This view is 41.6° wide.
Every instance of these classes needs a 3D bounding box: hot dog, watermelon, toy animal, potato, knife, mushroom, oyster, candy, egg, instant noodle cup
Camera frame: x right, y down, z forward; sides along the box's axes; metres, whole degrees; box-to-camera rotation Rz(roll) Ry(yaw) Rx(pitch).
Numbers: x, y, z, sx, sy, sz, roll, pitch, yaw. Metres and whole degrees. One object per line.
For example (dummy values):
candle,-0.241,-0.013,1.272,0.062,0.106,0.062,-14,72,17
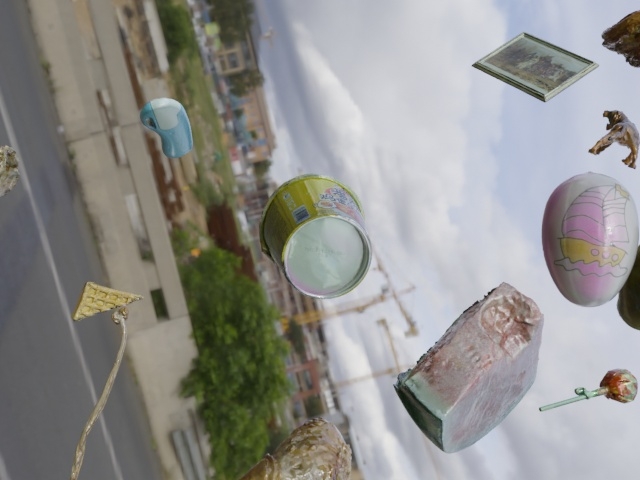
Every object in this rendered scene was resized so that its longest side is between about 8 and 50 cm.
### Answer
hot dog,0.566,-0.364,1.527,0.099,0.065,0.147,34,-10,-7
watermelon,0.206,0.165,1.194,0.148,0.318,0.226,37,-67,27
toy animal,0.680,-0.233,1.902,0.116,0.114,0.255,-71,165,13
potato,0.717,0.080,1.751,0.169,0.143,0.248,38,-64,37
knife,-0.228,-0.168,1.266,0.222,0.064,0.031,98,-28,-78
mushroom,-0.324,0.236,1.227,0.028,0.026,0.286,6,-100,46
oyster,-0.708,-0.143,1.848,0.056,0.105,0.177,40,-36,6
candy,0.627,0.368,1.977,0.078,0.287,0.084,9,-73,64
egg,0.543,-0.003,1.704,0.196,0.196,0.271,92,10,-71
instant noodle cup,0.000,0.000,1.914,0.200,0.264,0.264,-119,-164,-65

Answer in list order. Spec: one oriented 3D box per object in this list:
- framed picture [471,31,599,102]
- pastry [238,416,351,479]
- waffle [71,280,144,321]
framed picture,0.579,-0.478,2.279,0.274,0.217,0.017,37,-27,39
pastry,-0.048,0.484,1.583,0.162,0.311,0.255,39,-37,23
waffle,-0.491,0.154,1.949,0.023,0.152,0.098,19,-90,53
